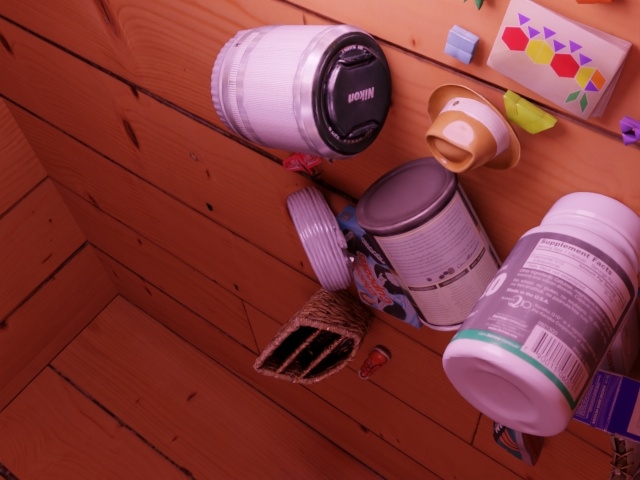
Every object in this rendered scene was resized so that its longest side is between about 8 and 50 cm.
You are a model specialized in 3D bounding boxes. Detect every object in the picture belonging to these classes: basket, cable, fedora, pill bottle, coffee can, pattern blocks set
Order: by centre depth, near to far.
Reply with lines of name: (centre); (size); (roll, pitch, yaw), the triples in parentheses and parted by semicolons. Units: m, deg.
pattern blocks set: (0.330, -0.252, 0.960); (0.325, 0.026, 0.285); (38, 154, 7)
pill bottle: (0.366, 0.105, 1.090); (0.204, 0.361, 0.204); (32, 153, 19)
fedora: (0.234, -0.166, 1.141); (0.194, 0.079, 0.194); (41, 164, 14)
coffee can: (0.218, 0.010, 1.327); (0.201, 0.201, 0.275); (6, 138, 50)
cable: (0.000, 0.000, 1.616); (0.257, 0.089, 0.257); (72, 174, -60)
basket: (-0.012, 0.301, 1.972); (0.213, 0.223, 0.299); (42, 128, -1)

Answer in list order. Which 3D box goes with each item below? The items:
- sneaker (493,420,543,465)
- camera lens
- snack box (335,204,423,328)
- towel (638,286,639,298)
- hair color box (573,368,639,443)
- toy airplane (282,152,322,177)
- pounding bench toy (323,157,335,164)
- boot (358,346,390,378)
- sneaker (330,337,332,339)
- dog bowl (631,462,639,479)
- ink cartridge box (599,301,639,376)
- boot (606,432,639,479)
sneaker: (0.500, 0.488, 1.809); (0.121, 0.108, 0.302); (16, 147, 34)
camera lens: (-0.031, -0.263, 1.213); (0.274, 0.219, 0.219); (16, 145, 41)
snack box: (0.154, 0.068, 1.671); (0.187, 0.060, 0.322); (23, 150, 35)
towel: (0.707, 0.134, 1.047); (0.271, 0.040, 0.370); (46, 156, -8)
hair color box: (0.521, 0.301, 1.327); (0.185, 0.110, 0.339); (21, 176, -14)
toy airplane: (-0.053, -0.201, 1.565); (0.151, 0.028, 0.151); (31, 151, 19)
pounding bench toy: (0.018, -0.187, 1.425); (0.052, 0.083, 0.065); (44, 154, -7)
boot: (0.163, 0.382, 2.133); (0.059, 0.084, 0.158); (39, 153, 7)
sneaker: (0.051, 0.265, 2.138); (0.083, 0.071, 0.191); (18, 152, 14)
dog bowl: (0.783, 0.460, 1.308); (0.348, 0.102, 0.349); (19, 149, 12)
ink cartridge box: (0.490, 0.158, 1.322); (0.208, 0.087, 0.153); (17, 146, 40)
boot: (0.640, 0.468, 1.471); (0.262, 0.203, 0.095); (47, 153, -16)
